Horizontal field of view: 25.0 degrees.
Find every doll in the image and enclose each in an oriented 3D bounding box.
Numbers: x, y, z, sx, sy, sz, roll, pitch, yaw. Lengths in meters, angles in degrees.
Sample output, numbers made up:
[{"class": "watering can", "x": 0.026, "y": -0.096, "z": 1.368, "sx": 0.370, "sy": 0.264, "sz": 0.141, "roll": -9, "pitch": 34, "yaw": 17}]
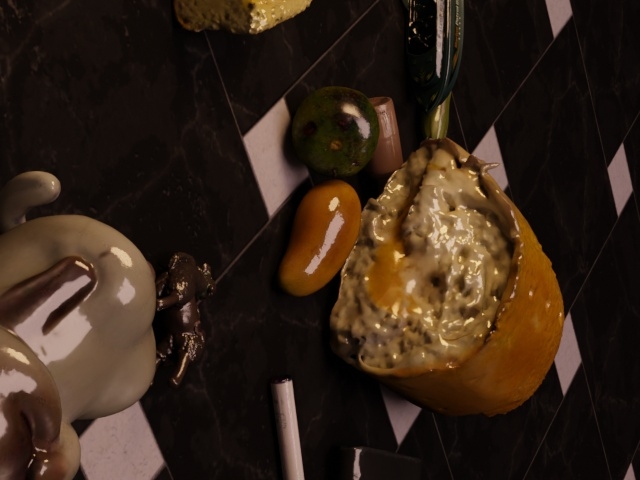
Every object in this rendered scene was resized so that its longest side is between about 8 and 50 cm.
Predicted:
[{"class": "doll", "x": -0.167, "y": 0.086, "z": 1.716, "sx": 0.165, "sy": 0.057, "sz": 0.139, "roll": -32, "pitch": 113, "yaw": -61}, {"class": "doll", "x": -0.290, "y": 0.119, "z": 1.351, "sx": 0.370, "sy": 0.226, "sz": 0.215, "roll": -60, "pitch": 172, "yaw": -48}]

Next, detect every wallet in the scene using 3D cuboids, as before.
[{"class": "wallet", "x": 0.072, "y": 0.507, "z": 2.095, "sx": 0.228, "sy": 0.062, "sz": 0.406, "roll": 22, "pitch": 69, "yaw": -57}]

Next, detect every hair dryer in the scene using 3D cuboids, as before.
[{"class": "hair dryer", "x": 0.051, "y": -0.131, "z": 2.097, "sx": 0.181, "sy": 0.064, "sz": 0.117, "roll": -30, "pitch": 116, "yaw": -47}]

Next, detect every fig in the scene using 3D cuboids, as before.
[{"class": "fig", "x": 0.021, "y": -0.159, "z": 2.002, "sx": 0.156, "sy": 0.123, "sz": 0.123, "roll": -92, "pitch": 169, "yaw": -70}]

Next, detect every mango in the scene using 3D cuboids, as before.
[{"class": "mango", "x": 0.000, "y": 0.000, "z": 1.972, "sx": 0.102, "sy": 0.084, "sz": 0.184, "roll": 51, "pitch": 53, "yaw": -45}]

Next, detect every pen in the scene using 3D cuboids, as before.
[{"class": "pen", "x": -0.038, "y": 0.313, "z": 1.944, "sx": 0.033, "sy": 0.033, "sz": 0.269, "roll": -21, "pitch": 106, "yaw": -58}]

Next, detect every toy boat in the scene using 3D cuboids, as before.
[{"class": "toy boat", "x": 0.174, "y": -0.319, "z": 2.272, "sx": 0.103, "sy": 0.093, "sz": 0.246, "roll": 6, "pitch": 84, "yaw": -39}]

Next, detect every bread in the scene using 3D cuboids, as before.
[{"class": "bread", "x": 0.229, "y": 0.084, "z": 2.154, "sx": 0.394, "sy": 0.250, "sz": 0.361, "roll": 38, "pitch": 68, "yaw": -53}, {"class": "bread", "x": -0.090, "y": -0.348, "z": 1.777, "sx": 0.169, "sy": 0.140, "sz": 0.160, "roll": -39, "pitch": 133, "yaw": -58}]

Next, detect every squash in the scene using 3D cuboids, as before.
[{"class": "squash", "x": 0.188, "y": -0.222, "z": 2.329, "sx": 0.052, "sy": 0.052, "sz": 0.184, "roll": 24, "pitch": 67, "yaw": -57}]
